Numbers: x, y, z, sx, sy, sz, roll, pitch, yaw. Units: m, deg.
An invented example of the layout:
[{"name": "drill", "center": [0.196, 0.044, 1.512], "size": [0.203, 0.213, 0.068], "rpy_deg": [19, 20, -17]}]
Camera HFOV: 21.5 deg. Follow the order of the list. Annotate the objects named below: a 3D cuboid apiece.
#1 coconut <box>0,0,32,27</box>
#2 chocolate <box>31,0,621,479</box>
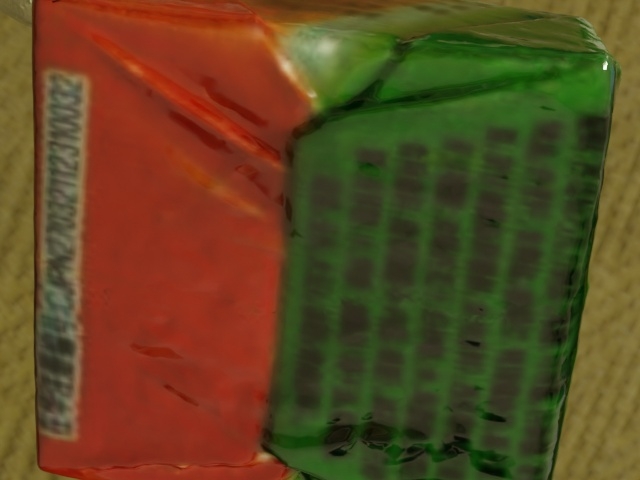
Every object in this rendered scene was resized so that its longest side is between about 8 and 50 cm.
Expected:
[{"name": "coconut", "center": [-0.203, -0.259, 1.309], "size": [0.171, 0.171, 0.183], "rpy_deg": [-19, 144, -19]}, {"name": "chocolate", "center": [0.000, 0.000, 1.069], "size": [0.341, 0.161, 0.360], "rpy_deg": [10, 120, 9]}]
